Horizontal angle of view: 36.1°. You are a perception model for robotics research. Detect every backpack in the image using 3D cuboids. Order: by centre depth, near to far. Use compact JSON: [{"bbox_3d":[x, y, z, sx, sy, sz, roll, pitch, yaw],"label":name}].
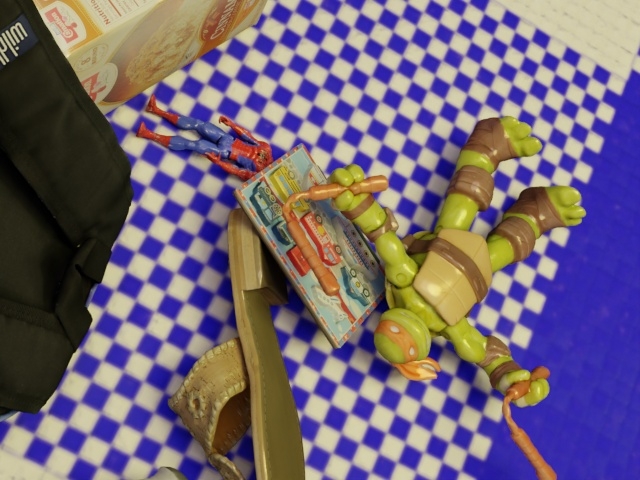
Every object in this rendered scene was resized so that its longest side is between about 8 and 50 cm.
[{"bbox_3d":[-0.243,-0.021,0.534,0.263,0.213,0.276,42,67,-45],"label":"backpack"}]

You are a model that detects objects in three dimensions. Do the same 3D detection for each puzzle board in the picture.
[{"bbox_3d":[0.000,0.000,0.689,0.128,0.011,0.096,58,37,-8],"label":"puzzle board"}]

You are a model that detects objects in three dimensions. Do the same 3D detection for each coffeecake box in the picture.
[{"bbox_3d":[-0.117,-0.161,0.662,0.185,0.142,0.068,-36,88,-23],"label":"coffeecake box"}]

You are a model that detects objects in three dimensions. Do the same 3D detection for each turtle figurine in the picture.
[{"bbox_3d":[0.106,0.027,0.712,0.269,0.087,0.217,45,61,-6],"label":"turtle figurine"}]

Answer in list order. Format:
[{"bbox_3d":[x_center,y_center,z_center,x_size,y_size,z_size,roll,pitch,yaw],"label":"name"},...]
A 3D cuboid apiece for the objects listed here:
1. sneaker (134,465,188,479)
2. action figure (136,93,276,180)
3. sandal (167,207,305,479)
[{"bbox_3d":[-0.129,0.282,0.557,0.129,0.111,0.297,2,66,-19],"label":"sneaker"},{"bbox_3d":[-0.074,-0.070,0.714,0.115,0.030,0.038,21,65,-13],"label":"action figure"},{"bbox_3d":[-0.063,0.095,0.659,0.079,0.088,0.240,-10,68,13],"label":"sandal"}]
